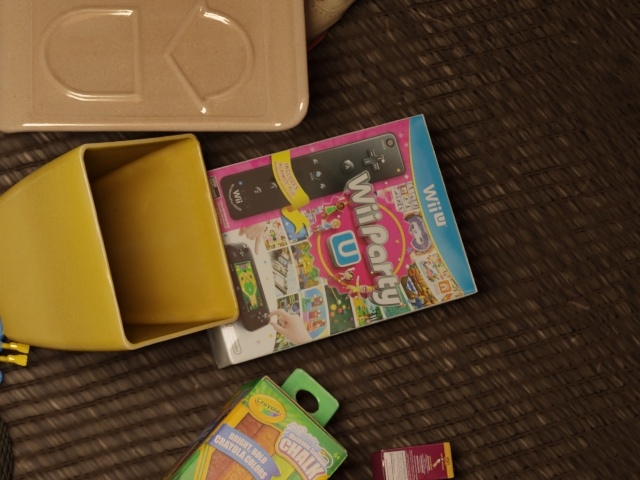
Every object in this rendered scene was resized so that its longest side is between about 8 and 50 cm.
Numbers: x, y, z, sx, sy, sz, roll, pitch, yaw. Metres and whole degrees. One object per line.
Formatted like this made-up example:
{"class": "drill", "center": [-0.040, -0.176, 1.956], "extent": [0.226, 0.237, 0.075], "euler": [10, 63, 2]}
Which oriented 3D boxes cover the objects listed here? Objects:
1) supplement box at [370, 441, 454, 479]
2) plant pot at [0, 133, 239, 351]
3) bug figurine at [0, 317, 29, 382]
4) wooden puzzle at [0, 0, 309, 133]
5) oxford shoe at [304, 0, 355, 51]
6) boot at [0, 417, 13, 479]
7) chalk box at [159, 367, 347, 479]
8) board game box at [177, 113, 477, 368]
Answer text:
{"class": "supplement box", "center": [0.106, 0.260, 1.997], "extent": [0.083, 0.055, 0.043], "euler": [-5, 82, -13]}
{"class": "plant pot", "center": [-0.241, 0.015, 1.856], "extent": [0.187, 0.212, 0.212], "euler": [-14, 89, 30]}
{"class": "bug figurine", "center": [-0.450, 0.056, 1.898], "extent": [0.279, 0.072, 0.216], "euler": [13, 78, -10]}
{"class": "wooden puzzle", "center": [-0.194, -0.265, 1.953], "extent": [0.348, 0.080, 0.322], "euler": [-2, 71, -4]}
{"class": "oxford shoe", "center": [0.003, -0.323, 2.032], "extent": [0.123, 0.130, 0.348], "euler": [46, 75, -4]}
{"class": "boot", "center": [-0.449, 0.195, 1.863], "extent": [0.161, 0.246, 0.083], "euler": [-9, 41, 24]}
{"class": "chalk box", "center": [-0.064, 0.239, 1.923], "extent": [0.132, 0.132, 0.213], "euler": [42, 75, -4]}
{"class": "board game box", "center": [0.000, 0.000, 1.997], "extent": [0.303, 0.097, 0.224], "euler": [-16, 86, -15]}
